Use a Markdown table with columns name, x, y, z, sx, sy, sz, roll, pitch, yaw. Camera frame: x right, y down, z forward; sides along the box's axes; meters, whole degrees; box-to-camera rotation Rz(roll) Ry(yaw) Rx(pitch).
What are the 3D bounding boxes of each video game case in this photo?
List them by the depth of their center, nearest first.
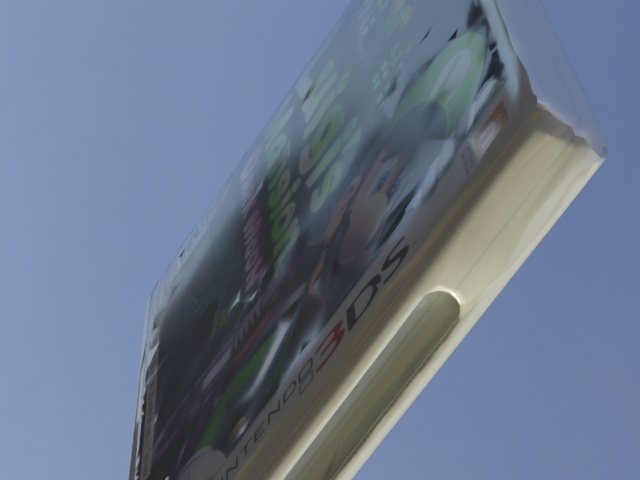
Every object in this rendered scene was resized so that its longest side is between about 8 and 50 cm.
| name | x | y | z | sx | sy | sz | roll | pitch | yaw |
| --- | --- | --- | --- | --- | --- | --- | --- | --- | --- |
| video game case | 0.000 | 0.000 | 0.454 | 0.173 | 0.022 | 0.190 | -54 | -163 | 21 |
